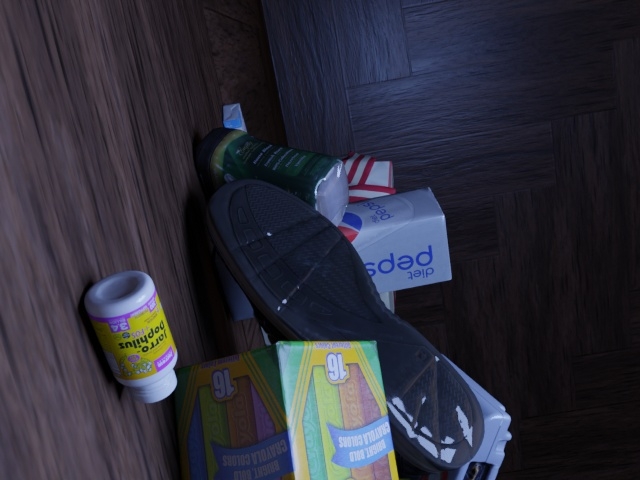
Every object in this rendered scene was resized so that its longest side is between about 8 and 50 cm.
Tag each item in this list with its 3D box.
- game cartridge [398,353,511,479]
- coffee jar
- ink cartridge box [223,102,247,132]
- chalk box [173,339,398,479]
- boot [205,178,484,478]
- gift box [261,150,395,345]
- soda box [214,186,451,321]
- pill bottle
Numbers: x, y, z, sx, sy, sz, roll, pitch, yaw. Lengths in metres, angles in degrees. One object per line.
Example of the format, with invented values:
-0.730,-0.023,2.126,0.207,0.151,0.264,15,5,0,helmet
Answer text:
0.109,0.289,0.822,0.196,0.060,0.294,-138,-115,-68,game cartridge
-0.061,-0.074,0.840,0.079,0.185,0.096,-54,151,-32,coffee jar
-0.138,-0.178,1.153,0.048,0.028,0.083,-97,176,-46,ink cartridge box
-0.023,0.198,0.573,0.132,0.132,0.212,8,67,-51,chalk box
-0.023,0.139,0.798,0.377,0.138,0.284,45,-40,9,boot
0.000,0.000,1.154,0.258,0.255,0.276,81,7,-46,gift box
0.015,0.016,0.890,0.091,0.287,0.098,-99,178,-62,soda box
-0.118,0.064,0.448,0.043,0.044,0.083,-96,175,-60,pill bottle
